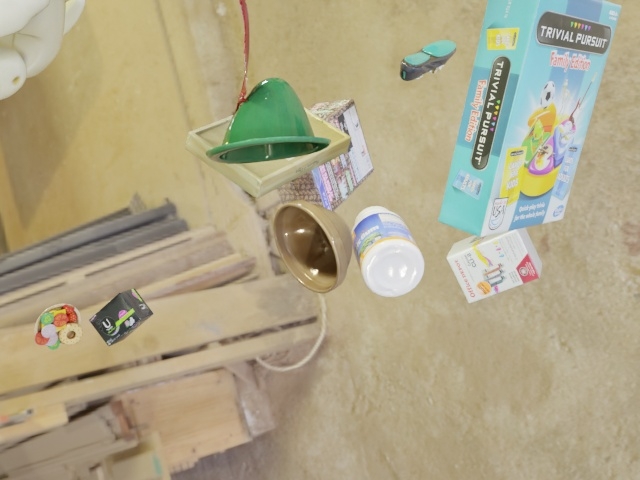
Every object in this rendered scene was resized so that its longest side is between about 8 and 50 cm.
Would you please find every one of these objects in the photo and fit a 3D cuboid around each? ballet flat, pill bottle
[{"bbox_3d":[0.270,-0.453,1.795,0.074,0.203,0.074,28,134,33],"label":"ballet flat"},{"bbox_3d":[0.157,0.014,1.767,0.272,0.153,0.152,-105,23,-64],"label":"pill bottle"}]

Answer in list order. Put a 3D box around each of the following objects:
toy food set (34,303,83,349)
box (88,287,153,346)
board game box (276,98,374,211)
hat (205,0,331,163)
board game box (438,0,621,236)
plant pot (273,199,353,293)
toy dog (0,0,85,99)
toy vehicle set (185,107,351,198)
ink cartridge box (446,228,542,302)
[{"bbox_3d":[-0.447,0.147,1.203,0.020,0.083,0.083,29,122,42],"label":"toy food set"},{"bbox_3d":[-0.351,0.135,1.246,0.083,0.052,0.062,-40,85,15],"label":"box"},{"bbox_3d":[0.000,-0.230,1.971,0.141,0.291,0.231,0,121,35],"label":"board game box"},{"bbox_3d":[-0.076,-0.213,0.974,0.209,0.173,0.183,-8,89,59],"label":"hat"},{"bbox_3d":[0.306,-0.186,1.020,0.079,0.254,0.335,25,114,38],"label":"board game box"},{"bbox_3d":[0.000,0.000,1.710,0.237,0.110,0.237,32,137,36],"label":"plant pot"},{"bbox_3d":[-0.440,-0.393,0.998,0.408,0.396,0.284,-41,72,34],"label":"toy dog"},{"bbox_3d":[-0.086,-0.175,1.259,0.166,0.267,0.035,36,130,20],"label":"toy vehicle set"},{"bbox_3d":[0.406,0.046,1.646,0.176,0.127,0.128,-25,96,24],"label":"ink cartridge box"}]
